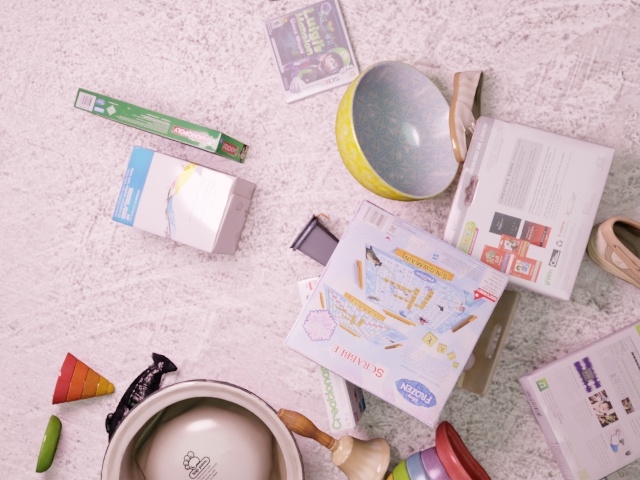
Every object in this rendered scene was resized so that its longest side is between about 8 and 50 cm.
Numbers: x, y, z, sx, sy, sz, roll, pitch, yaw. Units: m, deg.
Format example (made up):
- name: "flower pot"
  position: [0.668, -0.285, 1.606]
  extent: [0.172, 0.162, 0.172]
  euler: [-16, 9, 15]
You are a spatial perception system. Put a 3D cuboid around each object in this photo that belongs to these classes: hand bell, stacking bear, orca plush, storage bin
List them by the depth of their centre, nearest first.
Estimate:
- name: "hand bell"
  position: [0.012, 0.405, 1.633]
  extent: [0.242, 0.126, 0.126]
  euler: [35, 95, -21]
- name: "stacking bear"
  position: [0.186, 0.529, 1.644]
  extent: [0.289, 0.164, 0.175]
  euler: [-38, 83, 12]
- name: "storage bin"
  position: [0.000, 0.000, 1.698]
  extent: [0.091, 0.135, 0.098]
  euler: [37, 95, -3]
- name: "orca plush"
  position: [-0.399, 0.394, 1.766]
  extent: [0.151, 0.102, 0.287]
  euler: [34, 94, 9]

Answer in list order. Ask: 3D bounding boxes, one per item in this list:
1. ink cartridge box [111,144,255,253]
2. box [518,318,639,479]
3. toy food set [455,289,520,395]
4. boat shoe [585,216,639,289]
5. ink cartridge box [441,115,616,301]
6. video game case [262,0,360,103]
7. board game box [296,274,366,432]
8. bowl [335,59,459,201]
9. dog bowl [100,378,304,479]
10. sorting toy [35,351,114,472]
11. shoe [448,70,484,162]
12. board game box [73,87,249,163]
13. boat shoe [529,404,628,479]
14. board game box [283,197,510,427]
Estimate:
- name: "ink cartridge box"
  position: [-0.285, -0.083, 1.721]
  extent: [0.232, 0.171, 0.168]
  euler: [18, 92, 10]
- name: "box"
  position: [0.576, 0.308, 1.573]
  extent: [0.322, 0.058, 0.232]
  euler: [-22, 85, -11]
- name: "toy food set"
  position: [0.218, 0.151, 1.591]
  extent: [0.306, 0.092, 0.220]
  euler: [22, 82, -5]
- name: "boat shoe"
  position: [0.682, 0.064, 1.561]
  extent: [0.341, 0.110, 0.122]
  euler: [27, 72, 1]
- name: "ink cartridge box"
  position: [0.404, -0.066, 1.624]
  extent: [0.271, 0.130, 0.310]
  euler: [18, 92, 9]
- name: "video game case"
  position: [-0.020, -0.413, 1.757]
  extent: [0.173, 0.022, 0.191]
  euler: [-17, 86, 9]
- name: "board game box"
  position: [0.026, 0.221, 1.652]
  extent: [0.053, 0.193, 0.305]
  euler: [-14, 86, 9]
- name: "bowl"
  position: [0.130, -0.201, 1.645]
  extent: [0.156, 0.289, 0.290]
  euler: [-22, 84, 51]
- name: "dog bowl"
  position: [-0.237, 0.480, 1.683]
  extent: [0.407, 0.150, 0.408]
  euler: [0, 92, -2]
- name: "sorting toy"
  position: [-0.552, 0.440, 1.802]
  extent: [0.126, 0.127, 0.366]
  euler: [14, 89, -11]
- name: "shoe"
  position: [0.298, -0.257, 1.637]
  extent: [0.058, 0.076, 0.219]
  euler: [-5, 61, 24]
- name: "board game box"
  position: [-0.329, -0.240, 1.710]
  extent: [0.317, 0.213, 0.046]
  euler: [18, 92, 10]
- name: "boat shoe"
  position: [0.518, 0.390, 1.620]
  extent: [0.088, 0.096, 0.268]
  euler: [-30, 77, -18]
- name: "board game box"
  position: [0.142, 0.134, 1.524]
  extent: [0.318, 0.066, 0.318]
  euler: [29, 82, 4]
